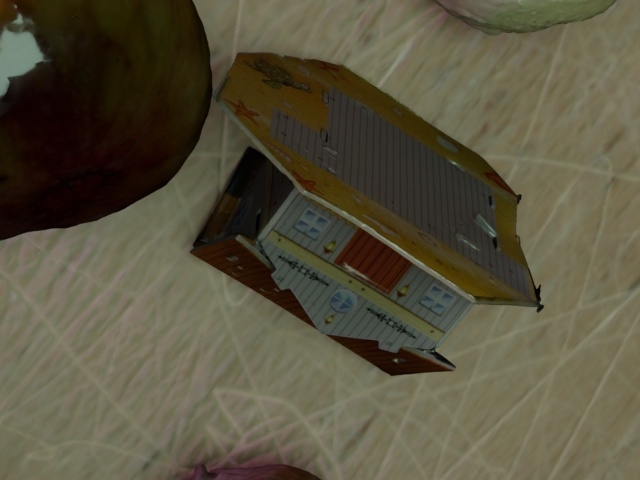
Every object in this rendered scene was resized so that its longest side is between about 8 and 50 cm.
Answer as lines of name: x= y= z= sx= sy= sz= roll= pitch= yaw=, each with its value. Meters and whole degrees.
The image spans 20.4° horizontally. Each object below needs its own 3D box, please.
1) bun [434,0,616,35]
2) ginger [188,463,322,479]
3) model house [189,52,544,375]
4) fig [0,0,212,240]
bun: x=0.134 y=-0.215 z=1.074 sx=0.164 sy=0.111 sz=0.188 roll=9 pitch=96 yaw=3
ginger: x=-0.021 y=0.332 z=1.060 sx=0.256 sy=0.176 sz=0.375 roll=19 pitch=93 yaw=3
model house: x=0.000 y=0.000 z=1.042 sx=0.219 sy=0.207 sz=0.136 roll=30 pitch=115 yaw=-15
fig: x=-0.189 y=-0.164 z=0.974 sx=0.217 sy=0.217 sz=0.320 roll=-17 pitch=77 yaw=-11
